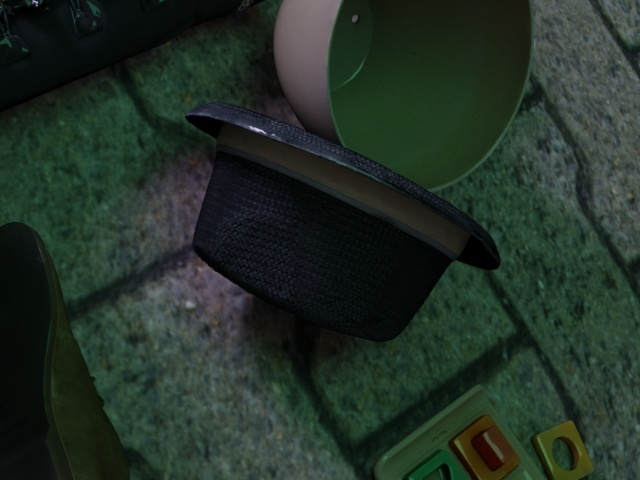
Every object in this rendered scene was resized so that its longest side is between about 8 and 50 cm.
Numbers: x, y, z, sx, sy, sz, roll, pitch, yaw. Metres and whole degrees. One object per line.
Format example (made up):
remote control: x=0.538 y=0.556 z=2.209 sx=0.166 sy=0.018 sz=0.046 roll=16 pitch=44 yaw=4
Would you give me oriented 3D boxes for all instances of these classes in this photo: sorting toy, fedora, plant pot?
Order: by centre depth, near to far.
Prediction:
fedora: x=0.000 y=0.000 z=1.197 sx=0.334 sy=0.334 sz=0.152 roll=26 pitch=86 yaw=-20
sorting toy: x=0.170 y=0.262 z=1.274 sx=0.348 sy=0.047 sz=0.196 roll=-29 pitch=85 yaw=-39
plant pot: x=0.059 y=-0.207 z=1.320 sx=0.284 sy=0.191 sz=0.284 roll=-15 pitch=114 yaw=-36

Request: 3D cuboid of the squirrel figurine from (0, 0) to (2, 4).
squirrel figurine: x=-0.439 y=-0.227 z=0.928 sx=0.397 sy=0.281 sz=0.370 roll=-35 pitch=84 yaw=-16

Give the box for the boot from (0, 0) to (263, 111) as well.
boot: x=-0.279 y=-0.330 z=1.234 sx=0.445 sy=0.146 sz=0.367 roll=-31 pitch=84 yaw=-34

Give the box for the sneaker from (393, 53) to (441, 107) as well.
sneaker: x=0.129 y=-0.268 z=1.467 sx=0.105 sy=0.115 sz=0.281 roll=6 pitch=64 yaw=-30

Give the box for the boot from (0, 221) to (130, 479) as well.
boot: x=-0.237 y=0.132 z=1.068 sx=0.115 sy=0.112 sz=0.305 roll=26 pitch=44 yaw=-57
